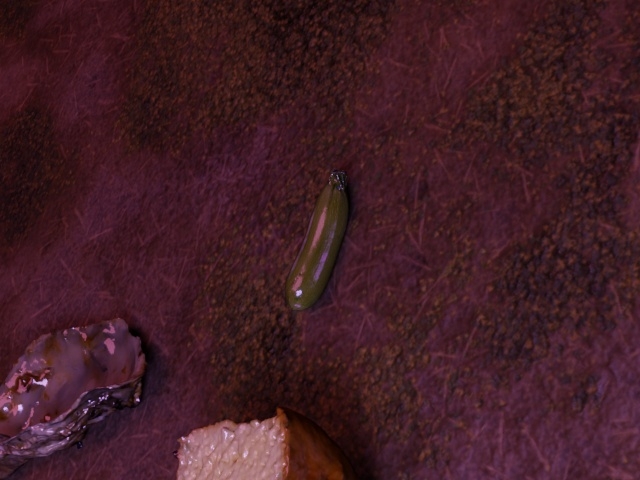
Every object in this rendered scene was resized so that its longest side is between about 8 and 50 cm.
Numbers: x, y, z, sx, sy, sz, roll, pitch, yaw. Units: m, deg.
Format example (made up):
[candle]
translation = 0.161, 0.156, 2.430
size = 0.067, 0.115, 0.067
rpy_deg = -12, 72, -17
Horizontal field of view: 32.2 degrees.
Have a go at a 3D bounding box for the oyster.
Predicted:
[oyster]
translation = -0.376, 0.224, 1.548
size = 0.396, 0.111, 0.204
rpy_deg = -32, 34, 27

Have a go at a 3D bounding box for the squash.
[squash]
translation = 0.000, 0.000, 1.344
size = 0.052, 0.052, 0.183
rpy_deg = 5, 72, 43

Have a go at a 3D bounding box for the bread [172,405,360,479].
[bread]
translation = -0.047, 0.351, 1.125
size = 0.194, 0.179, 0.339
rpy_deg = -10, 66, 40
